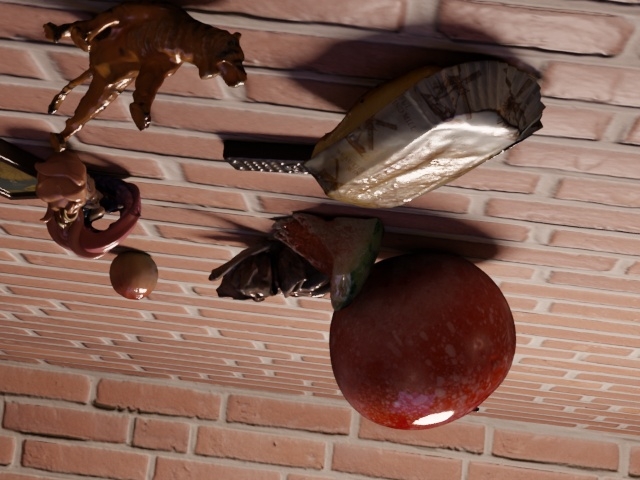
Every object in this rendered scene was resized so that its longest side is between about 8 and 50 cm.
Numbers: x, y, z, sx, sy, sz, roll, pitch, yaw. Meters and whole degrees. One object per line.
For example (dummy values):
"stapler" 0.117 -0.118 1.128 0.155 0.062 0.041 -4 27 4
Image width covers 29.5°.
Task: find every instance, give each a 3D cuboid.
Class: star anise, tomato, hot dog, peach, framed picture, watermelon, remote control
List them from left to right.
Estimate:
"framed picture" -0.407 -0.089 1.571 0.128 0.023 0.168 -1 164 28
"peach" -0.305 0.058 1.981 0.083 0.083 0.083 7 165 2
"star anise" -0.067 0.046 1.794 0.209 0.089 0.231 -9 167 14
"remote control" 0.011 -0.088 1.371 0.245 0.025 0.063 4 166 10
"watermelon" 0.023 -0.007 1.647 0.158 0.121 0.098 48 162 23
"hot dog" 0.093 -0.103 1.172 0.163 0.081 0.270 6 160 -31
"tomato" 0.140 0.129 1.714 0.270 0.227 0.270 -12 -156 5

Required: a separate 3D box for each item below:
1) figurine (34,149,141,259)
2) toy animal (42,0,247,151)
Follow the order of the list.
"figurine" -0.305 -0.046 1.517 0.114 0.126 0.157 -33 150 19
"toy animal" -0.189 -0.160 1.100 0.116 0.114 0.255 -35 -161 -35
